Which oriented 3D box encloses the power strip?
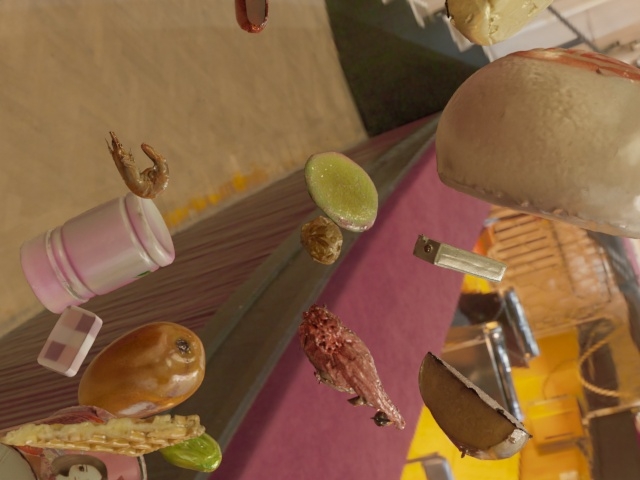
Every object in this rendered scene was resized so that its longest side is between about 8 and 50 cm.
[{"bbox_3d":[0.312,0.043,1.669,0.272,0.078,0.052,17,97,-40],"label":"power strip"}]

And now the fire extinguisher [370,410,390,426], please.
[{"bbox_3d":[0.169,0.478,2.030,0.158,0.064,0.043,41,54,-73],"label":"fire extinguisher"}]

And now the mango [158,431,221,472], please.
[{"bbox_3d":[-0.314,0.493,1.804,0.163,0.089,0.117,27,8,-7],"label":"mango"}]

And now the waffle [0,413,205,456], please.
[{"bbox_3d":[-0.239,0.214,0.850,0.191,0.125,0.032,27,49,-52],"label":"waffle"}]

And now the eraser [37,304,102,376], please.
[{"bbox_3d":[-0.399,0.160,1.206,0.105,0.065,0.026,-65,157,-22],"label":"eraser"}]

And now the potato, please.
[{"bbox_3d":[0.195,0.241,1.020,0.172,0.089,0.100,37,2,39],"label":"potato"}]

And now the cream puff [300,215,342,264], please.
[{"bbox_3d":[0.000,0.000,1.109,0.083,0.058,0.083,-104,-168,-46],"label":"cream puff"}]

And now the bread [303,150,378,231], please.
[{"bbox_3d":[0.058,-0.126,1.825,0.228,0.033,0.229,24,46,-27],"label":"bread"}]

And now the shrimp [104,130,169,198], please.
[{"bbox_3d":[-0.372,-0.161,1.546,0.162,0.095,0.045,61,17,-13],"label":"shrimp"}]

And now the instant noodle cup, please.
[{"bbox_3d":[-0.414,0.370,1.105,0.231,0.243,0.243,27,48,-72],"label":"instant noodle cup"}]

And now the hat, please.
[{"bbox_3d":[0.033,0.212,1.325,0.236,0.107,0.286,37,-15,40],"label":"hat"}]

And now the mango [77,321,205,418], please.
[{"bbox_3d":[-0.489,0.367,2.035,0.264,0.378,0.221,43,18,-55],"label":"mango"}]

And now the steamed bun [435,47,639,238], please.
[{"bbox_3d":[0.271,-0.114,0.818,0.283,0.283,0.177,-16,122,-68],"label":"steamed bun"}]

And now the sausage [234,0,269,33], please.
[{"bbox_3d":[-0.118,-0.403,1.293,0.054,0.059,0.094,-140,-134,-69],"label":"sausage"}]

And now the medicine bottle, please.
[{"bbox_3d":[-0.555,0.027,1.903,0.212,0.325,0.212,-26,90,-89],"label":"medicine bottle"}]

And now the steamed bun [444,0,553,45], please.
[{"bbox_3d":[0.351,-0.512,1.436,0.166,0.273,0.232,56,24,17],"label":"steamed bun"}]
